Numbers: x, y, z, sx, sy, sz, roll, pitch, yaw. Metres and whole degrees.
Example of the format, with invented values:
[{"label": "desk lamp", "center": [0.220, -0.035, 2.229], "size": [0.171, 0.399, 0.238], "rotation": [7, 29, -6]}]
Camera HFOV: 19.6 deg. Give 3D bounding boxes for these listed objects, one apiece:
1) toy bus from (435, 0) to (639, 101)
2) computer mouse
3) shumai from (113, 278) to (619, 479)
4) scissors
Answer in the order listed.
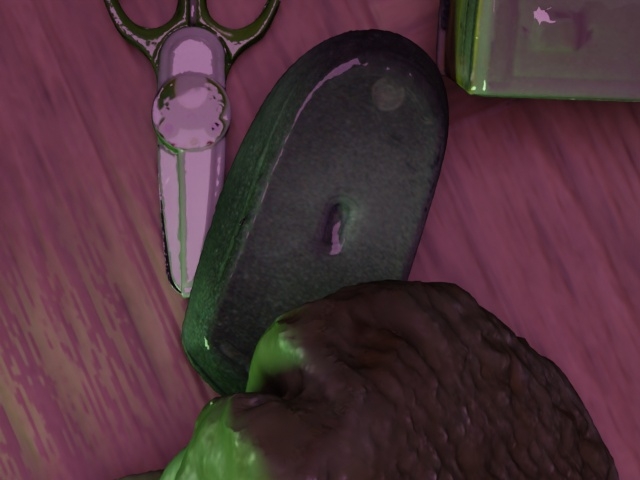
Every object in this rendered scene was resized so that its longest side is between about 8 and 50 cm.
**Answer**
[{"label": "toy bus", "center": [0.198, -0.113, 0.959], "size": [0.268, 0.106, 0.092], "rotation": [2, 106, -9]}, {"label": "computer mouse", "center": [-0.001, -0.003, 0.978], "size": [0.113, 0.068, 0.229], "rotation": [18, 99, -15]}, {"label": "shumai", "center": [-0.013, 0.179, 0.921], "size": [0.263, 0.304, 0.309], "rotation": [-15, 105, 28]}, {"label": "scissors", "center": [-0.071, -0.071, 0.998], "size": [0.101, 0.027, 0.204], "rotation": [1, 84, -1]}]
